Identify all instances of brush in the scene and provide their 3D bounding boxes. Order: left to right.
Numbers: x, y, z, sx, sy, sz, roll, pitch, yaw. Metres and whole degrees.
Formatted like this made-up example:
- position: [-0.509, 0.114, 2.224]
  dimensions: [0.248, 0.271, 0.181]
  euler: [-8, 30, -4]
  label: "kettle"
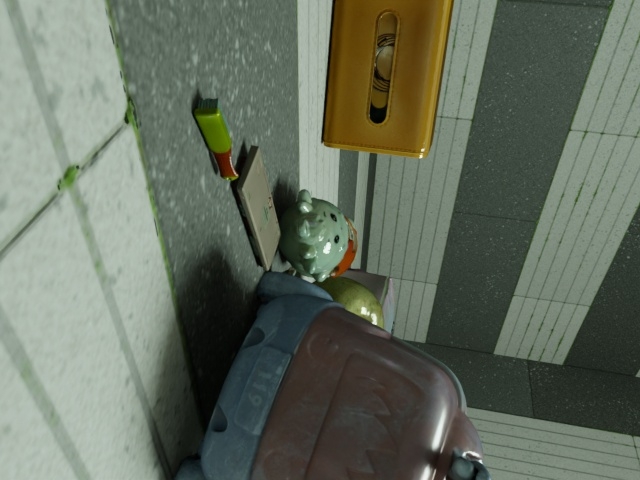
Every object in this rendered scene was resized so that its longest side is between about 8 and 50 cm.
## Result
- position: [-0.076, -0.075, 0.425]
  dimensions: [0.083, 0.019, 0.021]
  euler: [81, 9, -59]
  label: "brush"

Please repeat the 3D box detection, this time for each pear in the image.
- position: [0.020, 0.138, 0.868]
  dimensions: [0.167, 0.136, 0.167]
  euler: [-2, 92, -53]
  label: "pear"

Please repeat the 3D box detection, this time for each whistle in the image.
- position: [-0.002, 0.001, 0.753]
  dimensions: [0.101, 0.106, 0.253]
  euler: [-65, 170, -5]
  label: "whistle"

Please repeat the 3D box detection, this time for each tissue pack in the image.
- position: [0.116, -0.294, 0.950]
  dimensions: [0.145, 0.194, 0.274]
  euler: [-62, 158, -68]
  label: "tissue pack"

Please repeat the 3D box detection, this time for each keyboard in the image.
- position: [-0.064, -0.029, 0.576]
  dimensions: [0.166, 0.017, 0.055]
  euler: [84, 21, -60]
  label: "keyboard"

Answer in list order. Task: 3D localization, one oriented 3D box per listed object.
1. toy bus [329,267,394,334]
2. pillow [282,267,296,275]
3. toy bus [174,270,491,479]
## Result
- position: [0.043, 0.202, 1.069]
  dimensions: [0.386, 0.171, 0.162]
  euler: [-65, 156, -60]
  label: "toy bus"
- position: [-0.058, 0.156, 0.699]
  dimensions: [0.126, 0.043, 0.232]
  euler: [-67, 164, -60]
  label: "pillow"
- position: [0.033, 0.173, 0.512]
  dimensions: [0.294, 0.232, 0.197]
  euler: [63, 47, -64]
  label: "toy bus"
